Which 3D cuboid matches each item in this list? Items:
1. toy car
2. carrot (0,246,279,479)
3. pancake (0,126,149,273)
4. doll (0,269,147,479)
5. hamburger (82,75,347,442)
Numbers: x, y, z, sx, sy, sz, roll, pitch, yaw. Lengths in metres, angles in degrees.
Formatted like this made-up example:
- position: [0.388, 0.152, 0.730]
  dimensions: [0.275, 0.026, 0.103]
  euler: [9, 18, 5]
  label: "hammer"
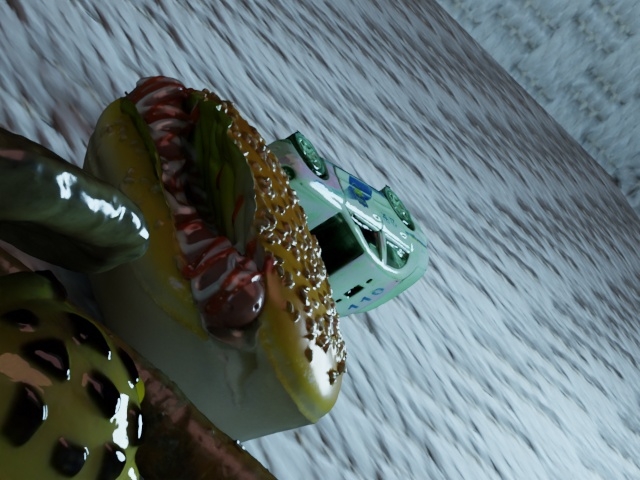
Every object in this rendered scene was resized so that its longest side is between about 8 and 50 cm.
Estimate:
- position: [0.000, 0.000, 1.331]
  dimensions: [0.224, 0.090, 0.076]
  euler: [27, 33, -59]
  label: "toy car"
- position: [-0.102, 0.066, 0.935]
  dimensions: [0.254, 0.049, 0.049]
  euler: [45, 14, -7]
  label: "carrot"
- position: [-0.169, -0.032, 0.760]
  dimensions: [0.222, 0.042, 0.236]
  euler: [24, -7, -14]
  label: "pancake"
- position: [-0.157, 0.042, 0.720]
  dimensions: [0.291, 0.086, 0.117]
  euler: [31, 48, -54]
  label: "doll"
- position: [-0.056, 0.009, 1.068]
  dimensions: [0.173, 0.116, 0.210]
  euler: [42, 17, -45]
  label: "hamburger"
